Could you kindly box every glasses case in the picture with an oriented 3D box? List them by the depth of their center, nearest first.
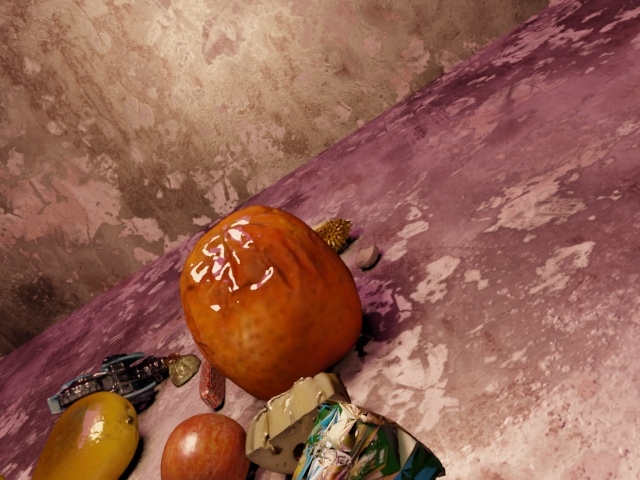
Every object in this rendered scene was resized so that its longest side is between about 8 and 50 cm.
[{"bbox_3d":[-0.304,0.399,1.689,0.049,0.073,0.194,-33,19,4],"label":"glasses case"}]

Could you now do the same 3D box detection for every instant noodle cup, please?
[{"bbox_3d":[0.055,0.388,0.952,0.240,0.240,0.178,-10,41,50],"label":"instant noodle cup"}]

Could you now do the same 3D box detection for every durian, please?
[{"bbox_3d":[-0.001,0.008,2.039,0.249,0.183,0.138,-23,59,21],"label":"durian"}]

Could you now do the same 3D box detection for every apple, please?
[{"bbox_3d":[-0.239,0.464,1.271,0.188,0.188,0.174,-26,32,22],"label":"apple"}]

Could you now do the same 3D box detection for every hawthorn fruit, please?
[{"bbox_3d":[-0.134,0.146,1.483,0.471,0.472,0.472,-30,20,12],"label":"hawthorn fruit"}]

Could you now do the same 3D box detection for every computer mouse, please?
[{"bbox_3d":[0.143,0.053,1.829,0.066,0.039,0.096,-19,33,39],"label":"computer mouse"}]

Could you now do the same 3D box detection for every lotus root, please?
[{"bbox_3d":[-0.030,0.372,1.227,0.235,0.138,0.119,-32,15,9],"label":"lotus root"}]

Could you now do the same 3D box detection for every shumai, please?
[{"bbox_3d":[-0.444,0.389,1.918,0.099,0.087,0.124,-31,19,15],"label":"shumai"}]

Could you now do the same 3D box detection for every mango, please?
[{"bbox_3d":[-0.636,0.574,1.615,0.253,0.182,0.365,12,55,40],"label":"mango"}]

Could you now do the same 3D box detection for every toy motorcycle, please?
[{"bbox_3d":[-0.654,0.459,1.896,0.232,0.172,0.416,-30,-10,27],"label":"toy motorcycle"}]

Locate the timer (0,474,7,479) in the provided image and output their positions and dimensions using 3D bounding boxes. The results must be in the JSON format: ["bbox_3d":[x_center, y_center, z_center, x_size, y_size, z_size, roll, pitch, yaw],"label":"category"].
[{"bbox_3d":[-0.960,0.757,1.577,0.376,0.376,0.387,-51,1,-39],"label":"timer"}]
